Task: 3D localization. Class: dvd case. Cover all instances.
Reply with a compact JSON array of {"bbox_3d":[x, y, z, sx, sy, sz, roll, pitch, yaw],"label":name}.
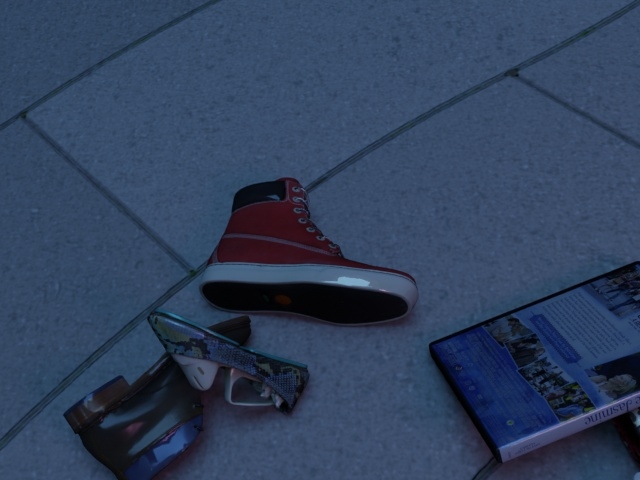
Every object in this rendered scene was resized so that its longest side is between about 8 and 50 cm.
[{"bbox_3d":[0.253,0.110,0.865,0.252,0.022,0.180,-21,29,-4],"label":"dvd case"}]

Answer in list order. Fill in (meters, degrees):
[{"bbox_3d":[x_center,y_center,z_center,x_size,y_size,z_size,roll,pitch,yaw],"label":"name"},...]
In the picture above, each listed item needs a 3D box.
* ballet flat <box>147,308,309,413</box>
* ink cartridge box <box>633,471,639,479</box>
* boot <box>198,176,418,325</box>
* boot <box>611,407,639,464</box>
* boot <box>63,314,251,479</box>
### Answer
[{"bbox_3d":[-0.093,0.127,0.871,0.188,0.070,0.070,25,49,-27],"label":"ballet flat"},{"bbox_3d":[0.322,0.290,0.734,0.104,0.060,0.180,-6,52,22],"label":"ink cartridge box"},{"bbox_3d":[0.000,0.000,0.994,0.244,0.088,0.176,6,53,16],"label":"boot"},{"bbox_3d":[0.386,0.188,0.803,0.178,0.085,0.236,-19,47,-4],"label":"boot"},{"bbox_3d":[-0.144,0.167,0.912,0.219,0.082,0.106,-30,81,-27],"label":"boot"}]
